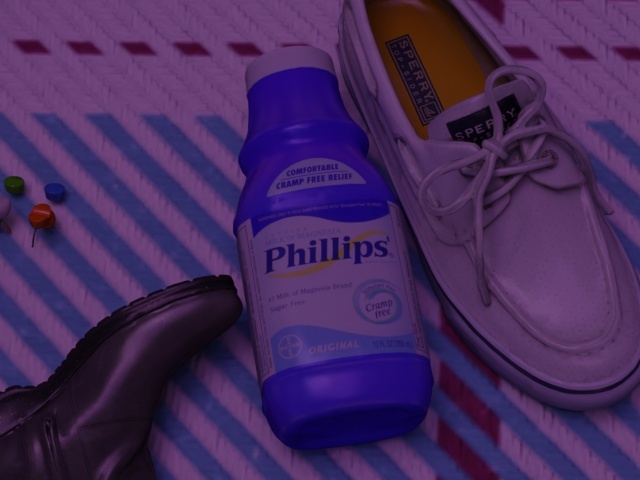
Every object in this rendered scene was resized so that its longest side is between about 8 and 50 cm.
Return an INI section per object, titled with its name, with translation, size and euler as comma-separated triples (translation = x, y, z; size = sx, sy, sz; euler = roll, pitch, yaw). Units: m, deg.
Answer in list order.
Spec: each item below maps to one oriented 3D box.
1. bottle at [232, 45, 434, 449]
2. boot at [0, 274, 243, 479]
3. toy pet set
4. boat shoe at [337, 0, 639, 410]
[bottle]
translation = 0.000, 0.000, 1.223
size = 0.118, 0.092, 0.283
euler = -7, 65, -6
[boot]
translation = -0.127, 0.146, 1.184
size = 0.246, 0.083, 0.161
euler = -34, 72, -2
[toy pet set]
translation = -0.259, 0.004, 1.273
size = 0.122, 0.065, 0.114
euler = 10, 32, 5
[boat shoe]
translation = 0.117, -0.062, 1.208
size = 0.136, 0.156, 0.367
euler = -22, 66, -6
